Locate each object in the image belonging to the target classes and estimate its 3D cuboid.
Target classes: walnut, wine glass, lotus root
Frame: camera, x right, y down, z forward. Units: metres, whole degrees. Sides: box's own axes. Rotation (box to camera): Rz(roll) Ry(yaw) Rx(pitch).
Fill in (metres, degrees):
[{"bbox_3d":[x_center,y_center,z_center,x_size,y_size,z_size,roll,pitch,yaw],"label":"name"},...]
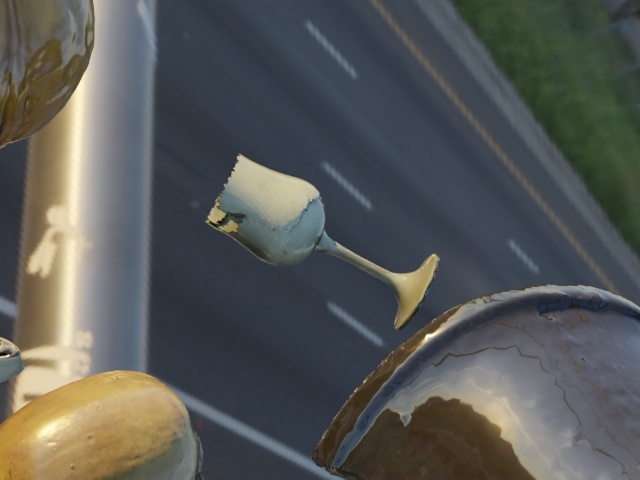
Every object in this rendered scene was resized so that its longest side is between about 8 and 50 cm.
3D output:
[{"bbox_3d":[-0.210,-0.124,0.738,0.144,0.180,0.144,19,44,-19],"label":"walnut"},{"bbox_3d":[0.000,0.000,1.048,0.195,0.079,0.079,28,35,-5],"label":"wine glass"},{"bbox_3d":[-0.260,0.236,1.223,0.310,0.183,0.182,-21,92,-40],"label":"lotus root"}]

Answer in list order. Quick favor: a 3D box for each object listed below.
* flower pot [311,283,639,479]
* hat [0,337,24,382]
[{"bbox_3d":[0.200,0.240,0.843,0.379,0.379,0.251,56,-13,-31],"label":"flower pot"},{"bbox_3d":[-0.560,0.118,1.648,0.301,0.168,0.258,-7,50,-40],"label":"hat"}]
